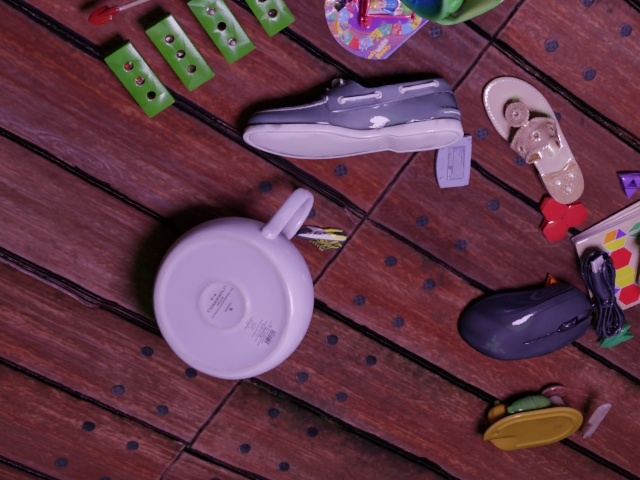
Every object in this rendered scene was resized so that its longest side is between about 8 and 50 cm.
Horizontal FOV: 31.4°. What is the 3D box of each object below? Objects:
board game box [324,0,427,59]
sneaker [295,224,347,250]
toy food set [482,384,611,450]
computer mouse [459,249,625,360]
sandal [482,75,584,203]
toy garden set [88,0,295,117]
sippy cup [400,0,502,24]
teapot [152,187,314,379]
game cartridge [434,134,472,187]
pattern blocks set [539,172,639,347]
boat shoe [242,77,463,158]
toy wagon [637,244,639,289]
[{"bbox_3d":[0.093,-0.330,1.607,0.169,0.033,0.133,-40,119,10],"label":"board game box"},{"bbox_3d":[0.000,0.000,1.761,0.083,0.031,0.035,6,116,-16],"label":"sneaker"},{"bbox_3d":[0.383,0.303,2.000,0.218,0.071,0.128,-6,143,-8],"label":"toy food set"},{"bbox_3d":[0.364,0.131,1.869,0.272,0.072,0.188,-16,127,6],"label":"computer mouse"},{"bbox_3d":[0.338,-0.146,1.721,0.088,0.079,0.240,-37,113,4],"label":"sandal"},{"bbox_3d":[-0.191,-0.316,1.541,0.244,0.049,0.203,-33,122,6],"label":"toy garden set"},{"bbox_3d":[0.177,-0.440,1.469,0.224,0.305,0.240,-36,83,-7],"label":"sippy cup"},{"bbox_3d":[-0.113,0.071,1.691,0.256,0.187,0.252,-12,97,18],"label":"teapot"},{"bbox_3d":[0.203,-0.122,1.754,0.056,0.017,0.083,-7,119,-14],"label":"game cartridge"},{"bbox_3d":[0.501,0.033,1.900,0.286,0.026,0.324,-16,120,-4],"label":"pattern blocks set"},{"bbox_3d":[0.046,-0.183,1.657,0.320,0.116,0.099,-3,75,-5],"label":"boat shoe"},{"bbox_3d":[0.686,0.000,1.852,0.267,0.068,0.344,34,110,-32],"label":"toy wagon"}]
